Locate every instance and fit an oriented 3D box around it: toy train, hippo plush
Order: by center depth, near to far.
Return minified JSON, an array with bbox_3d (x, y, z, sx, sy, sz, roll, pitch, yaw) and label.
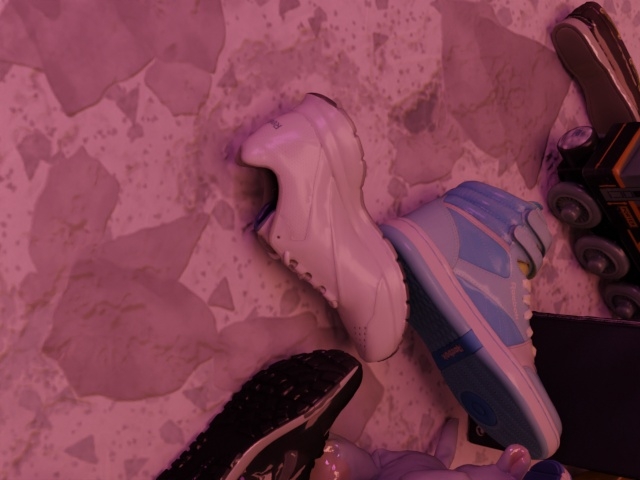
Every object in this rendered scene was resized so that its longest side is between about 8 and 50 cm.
[{"bbox_3d":[0.114,0.319,1.220,0.294,0.236,0.234,5,87,-39],"label":"hippo plush"},{"bbox_3d":[0.429,-0.012,1.501,0.142,0.190,0.334,-49,119,-27],"label":"toy train"}]

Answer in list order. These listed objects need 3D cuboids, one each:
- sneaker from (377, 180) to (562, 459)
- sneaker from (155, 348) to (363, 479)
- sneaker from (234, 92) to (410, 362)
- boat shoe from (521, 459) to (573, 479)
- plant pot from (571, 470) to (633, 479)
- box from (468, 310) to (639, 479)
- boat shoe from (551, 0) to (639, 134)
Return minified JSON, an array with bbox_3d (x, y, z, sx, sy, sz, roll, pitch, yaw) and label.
[{"bbox_3d":[0.216,0.071,1.319,0.208,0.127,0.319,-35,94,-27],"label":"sneaker"},{"bbox_3d":[-0.056,0.231,1.180,0.283,0.107,0.124,-41,121,-21],"label":"sneaker"},{"bbox_3d":[0.000,0.000,1.228,0.129,0.111,0.297,-26,104,-19],"label":"sneaker"},{"bbox_3d":[0.196,0.299,1.095,0.066,0.066,0.183,47,67,-25],"label":"boat shoe"},{"bbox_3d":[0.363,0.348,1.509,0.134,0.095,0.134,-6,101,-36],"label":"plant pot"},{"bbox_3d":[0.388,0.189,1.405,0.296,0.294,0.182,10,84,-38],"label":"box"},{"bbox_3d":[0.385,-0.204,1.532,0.069,0.081,0.227,-43,113,-26],"label":"boat shoe"}]
